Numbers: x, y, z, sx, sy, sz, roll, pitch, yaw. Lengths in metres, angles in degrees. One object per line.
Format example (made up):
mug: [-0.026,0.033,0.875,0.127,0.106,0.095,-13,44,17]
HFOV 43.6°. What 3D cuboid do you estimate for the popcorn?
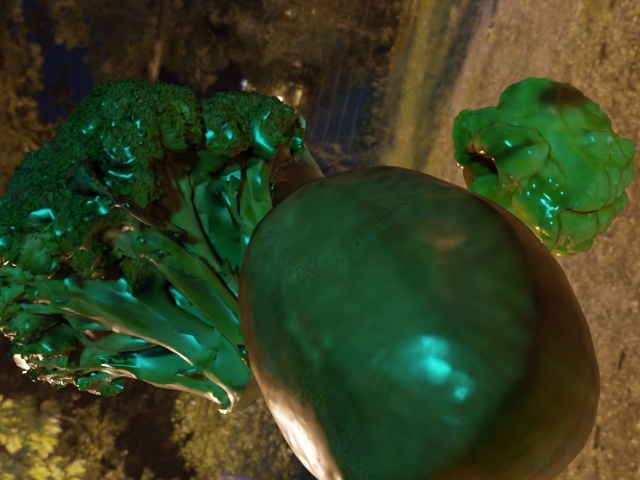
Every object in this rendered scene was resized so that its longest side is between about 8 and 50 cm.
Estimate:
popcorn: [0.302,-0.092,1.071,0.195,0.254,0.256,140,138,-68]

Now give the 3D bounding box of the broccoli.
broccoli: [-0.126,0.016,0.696,0.303,0.283,0.321,-31,-24,-37]

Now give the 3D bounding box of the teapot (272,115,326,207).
teapot: [-0.025,0.027,0.976,0.220,0.318,0.149,-36,21,13]

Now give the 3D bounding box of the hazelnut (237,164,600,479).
hazelnut: [0.057,0.058,0.457,0.176,0.214,0.214,-46,11,11]
